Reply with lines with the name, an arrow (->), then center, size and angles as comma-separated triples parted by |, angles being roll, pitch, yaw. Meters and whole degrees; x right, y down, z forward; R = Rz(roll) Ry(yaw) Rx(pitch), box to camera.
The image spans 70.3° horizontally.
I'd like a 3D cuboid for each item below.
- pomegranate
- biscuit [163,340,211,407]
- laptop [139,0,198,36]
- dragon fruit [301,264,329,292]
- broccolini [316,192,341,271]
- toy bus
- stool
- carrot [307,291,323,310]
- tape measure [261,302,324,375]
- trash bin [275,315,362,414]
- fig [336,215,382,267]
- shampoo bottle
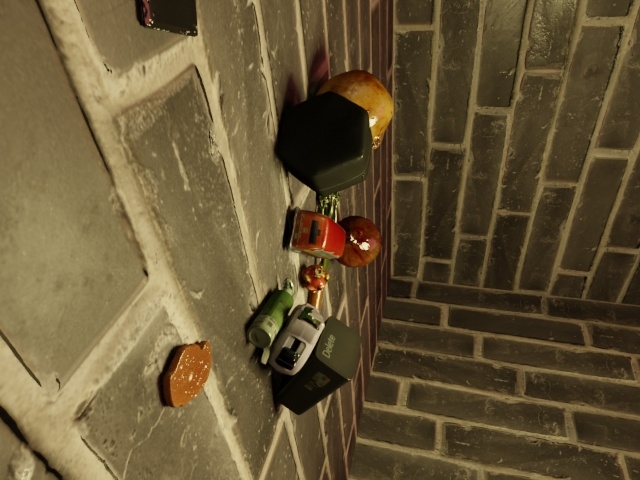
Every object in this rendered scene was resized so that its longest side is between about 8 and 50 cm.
pomegranate -> 0.093, -0.361, 1.300 | 0.248, 0.248, 0.249 | 5, 90, -75
biscuit -> -0.219, 0.218, 0.750 | 0.130, 0.019, 0.102 | -3, 99, -75
laptop -> -0.205, -0.374, 0.603 | 0.129, 0.016, 0.180 | -51, 142, -66
dragon fruit -> -0.016, 0.109, 1.341 | 0.116, 0.086, 0.081 | 86, 9, -67
broccolini -> 0.005, 0.000, 1.479 | 0.074, 0.078, 0.393 | -69, 168, -76
toy bus -> -0.004, -0.008, 1.280 | 0.265, 0.119, 0.122 | 31, 67, -73
stool -> 0.016, -0.232, 1.103 | 0.141, 0.232, 0.232 | 56, 42, -70
carrot -> -0.020, 0.216, 1.444 | 0.048, 0.048, 0.139 | 38, 60, -73
tape measure -> -0.067, 0.238, 1.118 | 0.179, 0.105, 0.196 | -61, -178, -7
trash bin -> -0.011, 0.339, 1.212 | 0.225, 0.115, 0.165 | -49, -172, 32
fig -> 0.118, 0.000, 1.647 | 0.205, 0.205, 0.205 | 5, 90, -75
shampoo bottle -> -0.107, 0.165, 1.073 | 0.204, 0.065, 0.065 | -58, 150, -59
